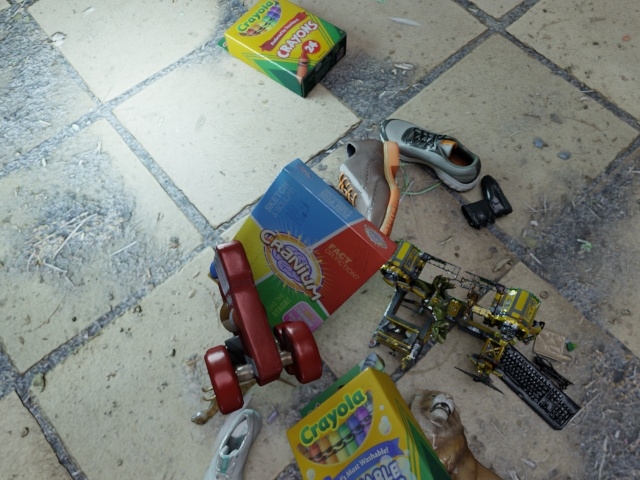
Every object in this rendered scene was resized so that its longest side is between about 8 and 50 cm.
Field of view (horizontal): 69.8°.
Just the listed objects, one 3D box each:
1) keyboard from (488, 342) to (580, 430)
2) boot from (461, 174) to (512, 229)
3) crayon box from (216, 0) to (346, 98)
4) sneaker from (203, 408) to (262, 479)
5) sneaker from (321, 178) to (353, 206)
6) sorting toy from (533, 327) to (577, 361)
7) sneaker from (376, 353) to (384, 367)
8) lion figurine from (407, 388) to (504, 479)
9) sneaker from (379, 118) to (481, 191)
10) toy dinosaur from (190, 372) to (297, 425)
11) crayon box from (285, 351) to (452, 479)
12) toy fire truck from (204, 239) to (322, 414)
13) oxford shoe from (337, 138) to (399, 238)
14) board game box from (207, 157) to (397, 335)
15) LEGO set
[{"bbox_3d":[0.437,0.279,0.930,0.100,0.038,0.192,-42,74,-15],"label":"keyboard"},{"bbox_3d":[0.380,-0.090,1.081,0.099,0.045,0.121,-23,67,-2],"label":"boot"},{"bbox_3d":[-0.114,-0.550,1.257,0.319,0.081,0.202,34,72,14],"label":"crayon box"},{"bbox_3d":[-0.174,0.418,0.850,0.080,0.094,0.212,15,69,6],"label":"sneaker"},{"bbox_3d":[0.000,0.000,1.017,0.163,0.106,0.281,30,70,9],"label":"sneaker"},{"bbox_3d":[0.495,0.222,0.965,0.084,0.012,0.062,19,64,12],"label":"sorting toy"},{"bbox_3d":[0.082,0.324,0.901,0.086,0.064,0.192,38,81,18],"label":"sneaker"},{"bbox_3d":[0.297,0.453,0.807,0.392,0.240,0.142,42,118,1],"label":"lion figurine"},{"bbox_3d":[0.267,-0.227,1.104,0.272,0.108,0.100,32,73,15],"label":"sneaker"},{"bbox_3d":[-0.168,0.292,0.931,0.212,0.064,0.112,-28,93,-4],"label":"toy dinosaur"},{"bbox_3d":[0.073,0.363,0.758,0.203,0.083,0.322,-42,48,12],"label":"crayon box"},{"bbox_3d":[-0.129,0.138,0.801,0.170,0.302,0.253,-17,84,-16],"label":"toy fire truck"},{"bbox_3d":[0.097,-0.097,1.005,0.133,0.129,0.363,11,43,-1],"label":"oxford shoe"},{"bbox_3d":[-0.048,0.040,0.877,0.242,0.316,0.064,41,34,1],"label":"board game box"},{"bbox_3d":[0.227,0.167,0.869,0.332,0.255,0.192,26,71,15],"label":"LEGO set"}]
